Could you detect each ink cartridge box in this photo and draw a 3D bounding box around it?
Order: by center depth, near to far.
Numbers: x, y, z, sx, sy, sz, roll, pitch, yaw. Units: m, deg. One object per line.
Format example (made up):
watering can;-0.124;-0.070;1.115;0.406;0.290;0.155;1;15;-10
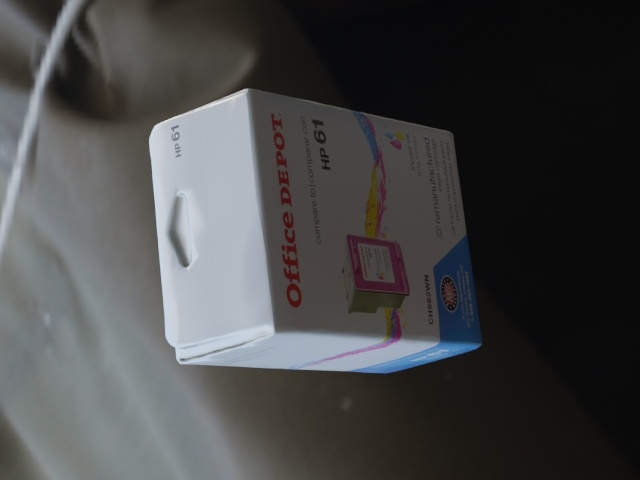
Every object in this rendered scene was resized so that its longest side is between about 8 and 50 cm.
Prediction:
ink cartridge box;0.000;0.000;0.672;0.122;0.052;0.089;6;-108;-48
